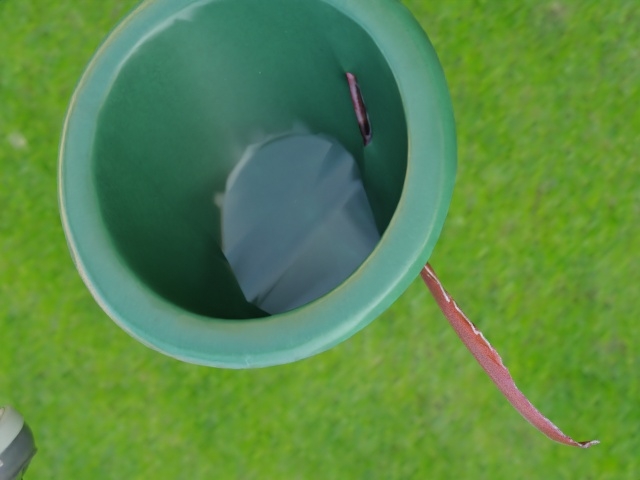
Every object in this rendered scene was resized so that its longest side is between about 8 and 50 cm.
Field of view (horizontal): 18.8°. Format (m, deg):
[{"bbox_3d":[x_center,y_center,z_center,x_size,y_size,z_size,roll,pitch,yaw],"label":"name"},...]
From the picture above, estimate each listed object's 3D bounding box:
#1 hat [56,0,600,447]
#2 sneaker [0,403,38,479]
[{"bbox_3d":[0.000,0.000,0.862,0.173,0.183,0.209,-18,69,12],"label":"hat"},{"bbox_3d":[-0.177,0.179,1.094,0.118,0.083,0.222,42,143,3],"label":"sneaker"}]
